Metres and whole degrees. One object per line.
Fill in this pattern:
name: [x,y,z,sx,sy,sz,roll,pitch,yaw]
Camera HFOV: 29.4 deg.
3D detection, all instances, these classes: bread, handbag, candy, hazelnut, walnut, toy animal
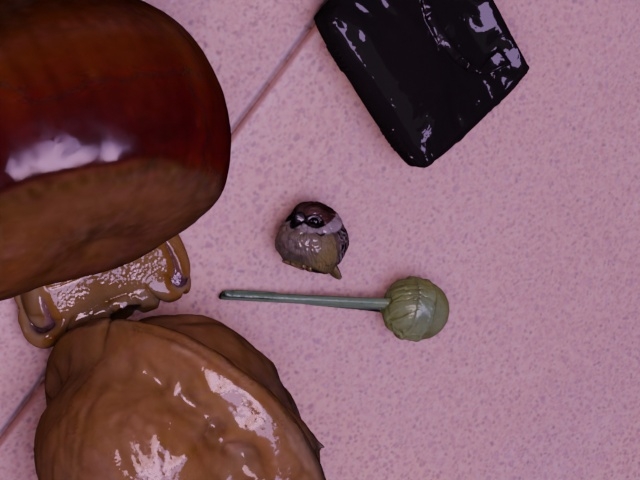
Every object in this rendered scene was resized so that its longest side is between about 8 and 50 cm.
bread: [-0.276,0.041,1.528,0.225,0.081,0.134,-18,105,-18]
handbag: [0.138,-0.264,1.651,0.244,0.088,0.275,-43,113,-13]
candy: [0.022,0.087,1.696,0.336,0.093,0.092,5,81,-17]
hazelnut: [-0.307,-0.112,1.345,0.409,0.359,0.359,-11,107,-22]
walnut: [-0.174,0.276,1.492,0.384,0.383,0.383,-6,105,-24]
toy animal: [0.000,0.000,1.651,0.137,0.098,0.098,27,90,-51]
